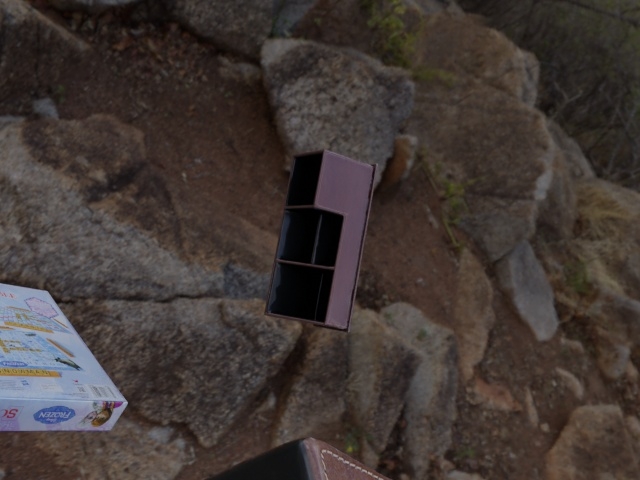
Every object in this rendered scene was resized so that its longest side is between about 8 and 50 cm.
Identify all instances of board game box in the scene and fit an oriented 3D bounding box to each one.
[{"bbox_3d":[-0.510,0.169,1.142,0.318,0.066,0.319,41,12,36],"label":"board game box"}]

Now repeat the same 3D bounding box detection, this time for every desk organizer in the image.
[{"bbox_3d":[0.000,0.000,0.557,0.050,0.047,0.130,14,83,-34],"label":"desk organizer"}]

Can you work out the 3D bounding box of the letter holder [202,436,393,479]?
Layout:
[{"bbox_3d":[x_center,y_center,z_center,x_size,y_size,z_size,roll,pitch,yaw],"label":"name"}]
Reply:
[{"bbox_3d":[0.015,0.274,0.313,0.214,0.152,0.301,42,26,-49],"label":"letter holder"}]
